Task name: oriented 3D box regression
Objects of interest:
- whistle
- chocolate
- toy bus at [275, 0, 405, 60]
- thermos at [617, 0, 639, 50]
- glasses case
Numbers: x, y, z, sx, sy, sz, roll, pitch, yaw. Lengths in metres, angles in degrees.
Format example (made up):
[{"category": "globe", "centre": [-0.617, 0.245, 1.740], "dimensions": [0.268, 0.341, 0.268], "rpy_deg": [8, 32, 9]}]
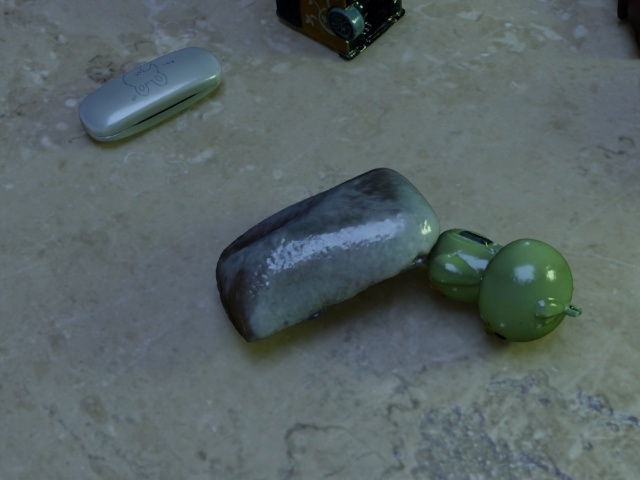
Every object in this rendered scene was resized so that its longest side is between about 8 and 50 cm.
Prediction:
[{"category": "whistle", "centre": [0.202, 0.053, 1.439], "dimensions": [0.294, 0.141, 0.141], "rpy_deg": [11, 51, 36]}, {"category": "chocolate", "centre": [0.000, 0.000, 1.442], "dimensions": [0.303, 0.100, 0.185], "rpy_deg": [-25, 31, -5]}, {"category": "toy bus", "centre": [0.023, -0.465, 1.702], "dimensions": [0.194, 0.323, 0.162], "rpy_deg": [32, 61, 28]}, {"category": "thermos", "centre": [0.529, -0.406, 1.766], "dimensions": [0.124, 0.099, 0.232], "rpy_deg": [-7, 53, 3]}, {"category": "glasses case", "centre": [-0.259, -0.226, 1.697], "dimensions": [0.233, 0.059, 0.092], "rpy_deg": [-30, 58, -17]}]
